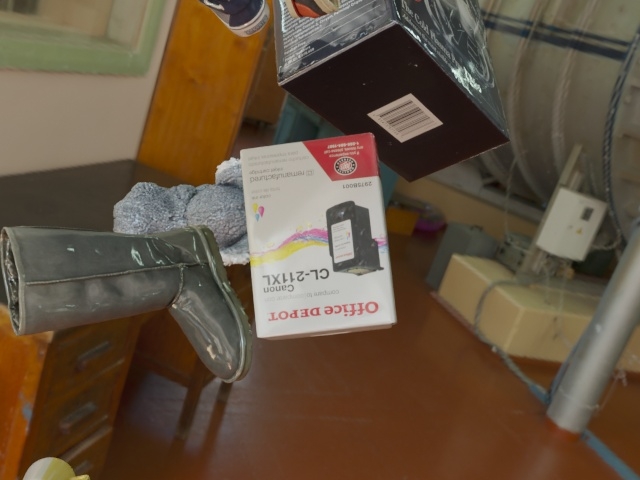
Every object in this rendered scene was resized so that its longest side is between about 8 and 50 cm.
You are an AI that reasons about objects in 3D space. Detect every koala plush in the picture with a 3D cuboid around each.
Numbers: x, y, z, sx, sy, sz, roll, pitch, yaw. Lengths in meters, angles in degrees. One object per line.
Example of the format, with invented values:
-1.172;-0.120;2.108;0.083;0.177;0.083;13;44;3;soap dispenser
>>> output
-0.181;-0.024;1.119;0.221;0.196;0.203;-9;-18;28;koala plush

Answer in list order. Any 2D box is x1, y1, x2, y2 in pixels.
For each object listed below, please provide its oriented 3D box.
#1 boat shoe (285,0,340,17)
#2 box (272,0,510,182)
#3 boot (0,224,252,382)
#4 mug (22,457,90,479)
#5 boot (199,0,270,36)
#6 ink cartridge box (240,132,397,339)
-0.019;-0.244;0.609;0.043;0.049;0.137;3;-30;19;boat shoe
0.099;-0.305;1.024;0.343;0.178;0.313;27;49;-50;box
-0.181;0.064;0.685;0.208;0.076;0.190;-3;59;-47;boot
-0.324;0.293;0.854;0.062;0.078;0.064;50;-3;-4;mug
-0.126;-0.300;0.776;0.190;0.069;0.086;46;0;34;boot
0.000;0.000;0.672;0.127;0.175;0.072;-7;-9;4;ink cartridge box
